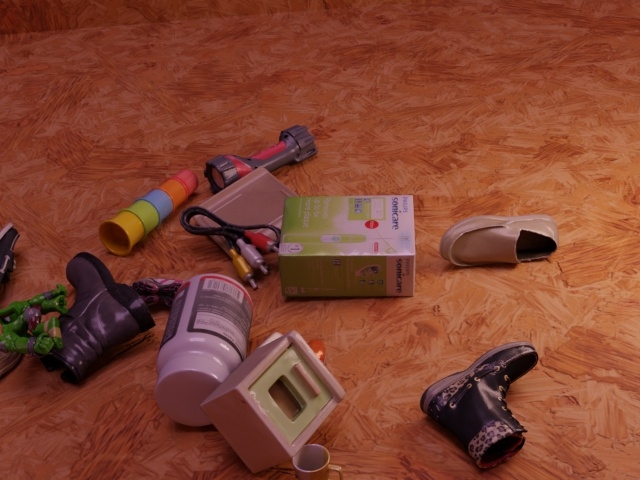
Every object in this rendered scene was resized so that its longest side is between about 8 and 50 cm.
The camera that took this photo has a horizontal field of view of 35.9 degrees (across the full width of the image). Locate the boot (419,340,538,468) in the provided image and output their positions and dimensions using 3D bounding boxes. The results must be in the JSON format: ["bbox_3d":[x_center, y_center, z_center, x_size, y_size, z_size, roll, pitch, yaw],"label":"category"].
[{"bbox_3d":[0.313,0.282,1.704,0.236,0.085,0.178,-25,38,-15],"label":"boot"}]

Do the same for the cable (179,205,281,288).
[{"bbox_3d":[-0.196,-0.019,2.205,0.287,0.072,0.139,37,88,24],"label":"cable"}]

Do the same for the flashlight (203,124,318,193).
[{"bbox_3d":[-0.154,-0.216,2.555,0.304,0.103,0.103,-31,37,-31],"label":"flashlight"}]

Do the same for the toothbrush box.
[{"bbox_3d":[0.059,0.010,2.112,0.283,0.122,0.206,1,39,4],"label":"toothbrush box"}]

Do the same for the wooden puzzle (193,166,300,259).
[{"bbox_3d":[-0.162,-0.059,2.336,0.221,0.044,0.238,-34,44,-13],"label":"wooden puzzle"}]

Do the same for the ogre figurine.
[{"bbox_3d":[-0.563,0.159,1.930,0.118,0.097,0.197,-10,53,4],"label":"ogre figurine"}]

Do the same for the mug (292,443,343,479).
[{"bbox_3d":[-0.008,0.383,1.624,0.062,0.064,0.078,-26,38,-28],"label":"mug"}]

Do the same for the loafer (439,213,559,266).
[{"bbox_3d":[0.388,0.002,2.110,0.268,0.102,0.092,-11,27,-7],"label":"loafer"}]

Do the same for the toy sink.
[{"bbox_3d":[-0.063,0.258,1.704,0.131,0.153,0.234,-32,7,45],"label":"toy sink"}]

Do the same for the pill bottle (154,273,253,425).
[{"bbox_3d":[-0.219,0.203,1.855,0.161,0.161,0.283,-3,33,6],"label":"pill bottle"}]

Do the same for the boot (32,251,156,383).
[{"bbox_3d":[-0.513,0.152,2.048,0.222,0.118,0.338,-35,33,-22],"label":"boot"}]

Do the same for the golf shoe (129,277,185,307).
[{"bbox_3d":[-0.311,0.109,2.105,0.186,0.067,0.086,10,16,13],"label":"golf shoe"}]

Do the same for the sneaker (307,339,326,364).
[{"bbox_3d":[-0.044,0.235,1.860,0.064,0.067,0.175,12,35,30],"label":"sneaker"}]

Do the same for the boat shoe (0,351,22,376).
[{"bbox_3d":[-0.654,0.234,1.973,0.068,0.072,0.190,2,33,15],"label":"boat shoe"}]

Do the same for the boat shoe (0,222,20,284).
[{"bbox_3d":[-0.744,0.070,2.235,0.114,0.091,0.302,-42,17,33],"label":"boat shoe"}]

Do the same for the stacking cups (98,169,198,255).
[{"bbox_3d":[-0.407,-0.074,2.409,0.096,0.096,0.316,10,31,25],"label":"stacking cups"}]
